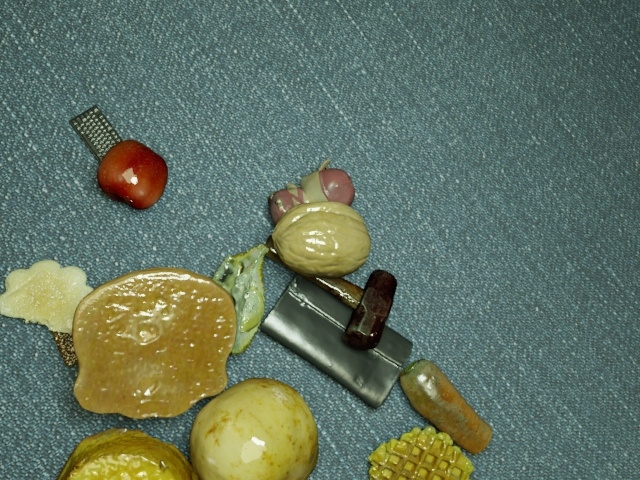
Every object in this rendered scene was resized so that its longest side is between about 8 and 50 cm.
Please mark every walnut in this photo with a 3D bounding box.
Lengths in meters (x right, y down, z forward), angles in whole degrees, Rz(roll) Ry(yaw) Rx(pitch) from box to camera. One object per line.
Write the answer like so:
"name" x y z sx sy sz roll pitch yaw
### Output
"walnut" 0.000 0.000 1.449 0.261 0.225 0.224 5 78 -16

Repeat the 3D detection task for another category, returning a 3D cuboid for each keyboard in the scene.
"keyboard" -0.596 -0.249 1.598 0.101 0.018 0.309 -36 87 -14

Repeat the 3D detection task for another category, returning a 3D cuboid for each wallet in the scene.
"wallet" 0.051 0.273 1.574 0.406 0.062 0.228 35 67 -2

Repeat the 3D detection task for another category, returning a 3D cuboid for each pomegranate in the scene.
"pomegranate" -0.147 0.519 1.364 0.343 0.342 0.342 2 78 -10

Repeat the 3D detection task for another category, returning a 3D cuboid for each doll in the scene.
"doll" -0.020 -0.108 1.604 0.256 0.152 0.196 -24 116 1

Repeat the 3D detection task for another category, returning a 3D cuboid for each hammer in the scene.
"hammer" 0.017 0.110 1.551 0.409 0.095 0.242 32 49 -1

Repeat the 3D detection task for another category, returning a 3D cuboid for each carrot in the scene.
"carrot" 0.351 0.469 1.562 0.302 0.139 0.138 42 75 1

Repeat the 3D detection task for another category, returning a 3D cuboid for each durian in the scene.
"durian" -0.225 0.150 1.505 0.172 0.166 0.306 19 82 -4

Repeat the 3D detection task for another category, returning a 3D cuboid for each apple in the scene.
"apple" -0.505 -0.177 1.500 0.181 0.181 0.168 32 76 -2

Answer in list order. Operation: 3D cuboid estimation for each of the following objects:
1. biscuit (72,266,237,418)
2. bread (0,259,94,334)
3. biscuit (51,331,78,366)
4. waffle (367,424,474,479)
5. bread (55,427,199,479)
"biscuit" -0.396 0.247 1.349 0.386 0.062 0.364 2 91 -20
"bread" -0.724 0.142 1.474 0.251 0.039 0.181 17 72 0
"biscuit" -0.598 0.237 1.496 0.231 0.025 0.131 -27 85 -14
"waffle" 0.274 0.658 1.516 0.282 0.058 0.300 -41 95 3
"bread" -0.483 0.670 1.333 0.399 0.215 0.397 1 83 -12
